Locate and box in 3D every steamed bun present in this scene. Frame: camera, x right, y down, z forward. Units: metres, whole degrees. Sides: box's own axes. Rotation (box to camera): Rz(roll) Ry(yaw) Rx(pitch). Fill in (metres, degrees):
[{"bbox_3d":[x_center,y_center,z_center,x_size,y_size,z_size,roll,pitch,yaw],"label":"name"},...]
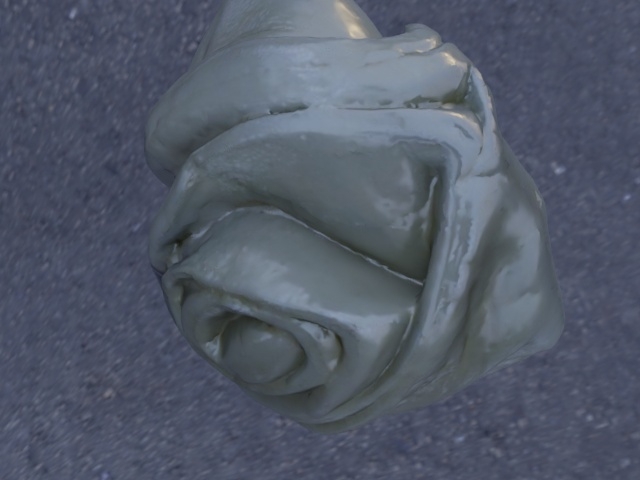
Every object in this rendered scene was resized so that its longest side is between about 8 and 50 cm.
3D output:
[{"bbox_3d":[0.000,0.000,1.107,0.255,0.342,0.368,-40,121,-21],"label":"steamed bun"}]
